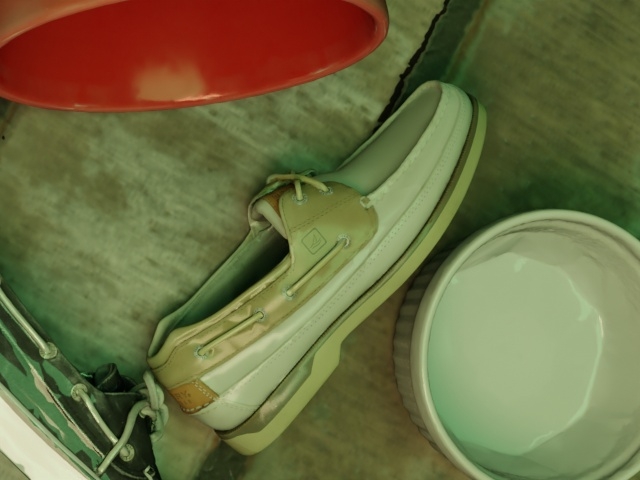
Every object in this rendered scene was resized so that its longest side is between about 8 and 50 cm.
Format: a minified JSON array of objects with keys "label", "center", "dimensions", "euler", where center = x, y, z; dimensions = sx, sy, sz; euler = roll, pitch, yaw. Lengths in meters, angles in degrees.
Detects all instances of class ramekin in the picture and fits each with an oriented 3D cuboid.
[{"label":"ramekin","center":[0.149,0.081,1.365],"dimensions":[0.207,0.109,0.207],"euler":[0,89,-18]}]

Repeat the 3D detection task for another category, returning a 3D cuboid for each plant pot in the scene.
[{"label":"plant pot","center":[-0.100,-0.233,1.226],"dimensions":[0.275,0.275,0.243],"euler":[-4,80,-17]}]

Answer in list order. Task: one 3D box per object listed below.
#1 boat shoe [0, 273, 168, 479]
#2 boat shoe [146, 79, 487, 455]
[{"label":"boat shoe","center":[-0.152,0.125,1.269],"dimensions":[0.306,0.113,0.105],"euler":[45,80,-10]},{"label":"boat shoe","center":[0.000,0.000,1.319],"dimensions":[0.103,0.113,0.302],"euler":[39,79,-19]}]
